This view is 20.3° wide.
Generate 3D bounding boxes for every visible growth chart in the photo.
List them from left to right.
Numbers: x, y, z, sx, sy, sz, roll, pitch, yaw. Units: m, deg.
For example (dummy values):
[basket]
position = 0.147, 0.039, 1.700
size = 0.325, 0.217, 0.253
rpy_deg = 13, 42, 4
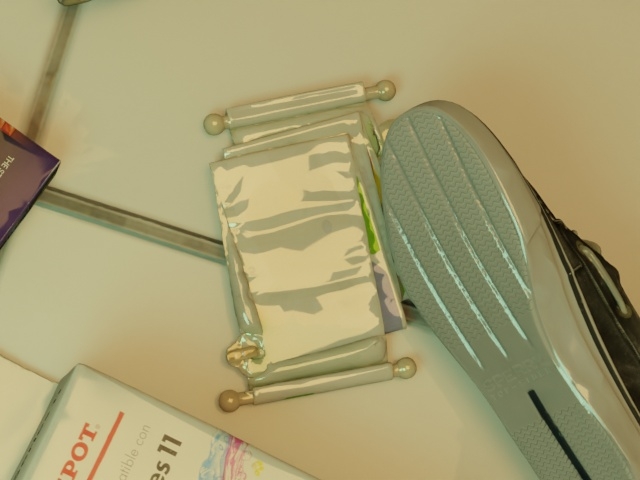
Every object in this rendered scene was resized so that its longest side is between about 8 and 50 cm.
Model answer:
[growth chart]
position = 0.000, 0.000, 1.305
size = 0.172, 0.021, 0.237
rpy_deg = -4, 81, -15

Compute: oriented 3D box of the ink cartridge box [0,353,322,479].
[ink cartridge box]
position = -0.118, 0.219, 1.184
size = 0.353, 0.119, 0.207
rpy_deg = 27, 75, -8

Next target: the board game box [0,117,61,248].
[board game box]
position = -0.284, -0.025, 1.225
size = 0.141, 0.048, 0.170
rpy_deg = 35, 74, -4

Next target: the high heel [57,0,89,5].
[high heel]
position = -0.131, -0.299, 1.309
size = 0.261, 0.093, 0.186
rpy_deg = -40, 73, -9

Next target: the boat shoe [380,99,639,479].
[boat shoe]
position = 0.157, 0.045, 1.298
size = 0.119, 0.121, 0.335
rpy_deg = -32, 96, -48
